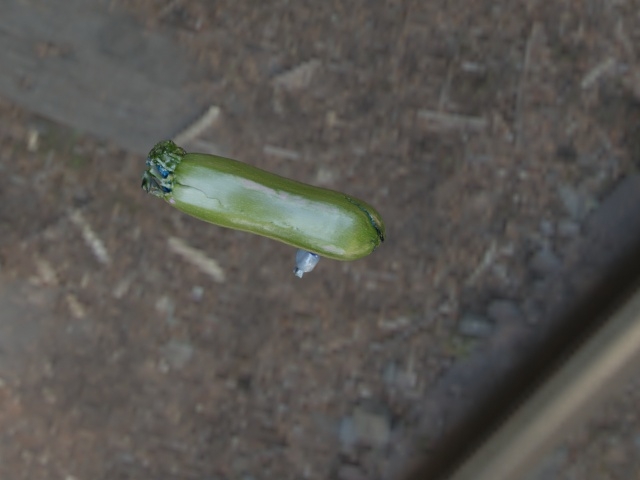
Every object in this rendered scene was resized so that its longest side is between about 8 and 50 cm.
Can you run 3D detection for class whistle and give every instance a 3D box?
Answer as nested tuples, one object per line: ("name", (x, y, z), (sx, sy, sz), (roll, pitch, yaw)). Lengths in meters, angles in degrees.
("whistle", (0.000, 0.000, 1.726), (0.029, 0.033, 0.083), (28, 125, -18))

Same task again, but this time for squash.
("squash", (-0.040, -0.026, 1.384), (0.183, 0.052, 0.052), (16, 137, -13))
